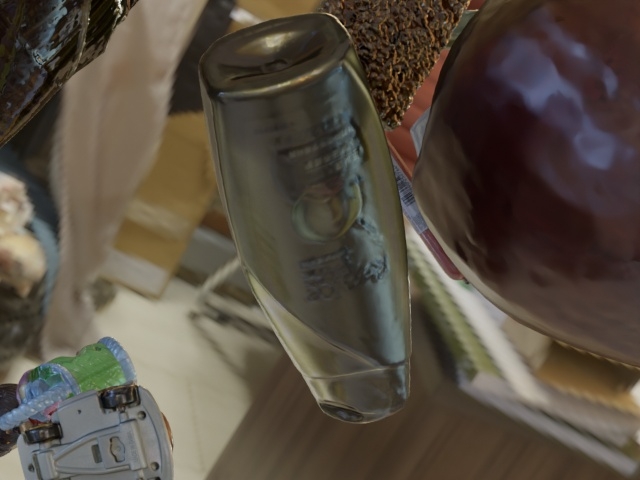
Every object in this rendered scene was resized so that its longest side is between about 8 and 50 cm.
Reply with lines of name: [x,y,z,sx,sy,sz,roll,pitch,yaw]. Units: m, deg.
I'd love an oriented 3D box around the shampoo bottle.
shampoo bottle: [0.000,0.000,1.177,0.126,0.350,0.084,-17,41,-4]

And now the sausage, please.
sausage: [0.077,-0.051,1.499,0.223,0.029,0.029,56,23,0]

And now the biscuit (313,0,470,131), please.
biscuit: [0.073,-0.221,1.471,0.131,0.026,0.237,48,54,-26]

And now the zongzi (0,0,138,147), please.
zongzi: [-0.201,-0.152,0.940,0.111,0.247,0.241,23,60,11]

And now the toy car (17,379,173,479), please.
toy car: [-0.198,0.187,1.456,0.112,0.139,0.112,-33,110,-84]

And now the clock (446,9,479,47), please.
clock: [0.160,-0.242,1.839,0.235,0.029,0.235,0,3,0]

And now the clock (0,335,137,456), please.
clock: [-0.349,0.206,2.049,0.195,0.194,0.100,-26,85,-25]

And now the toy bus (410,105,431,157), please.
toy bus: [0.166,-0.081,1.783,0.106,0.092,0.268,40,15,-17]

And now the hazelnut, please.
hazelnut: [0.287,-0.067,1.274,0.421,0.352,0.421,31,12,-7]
